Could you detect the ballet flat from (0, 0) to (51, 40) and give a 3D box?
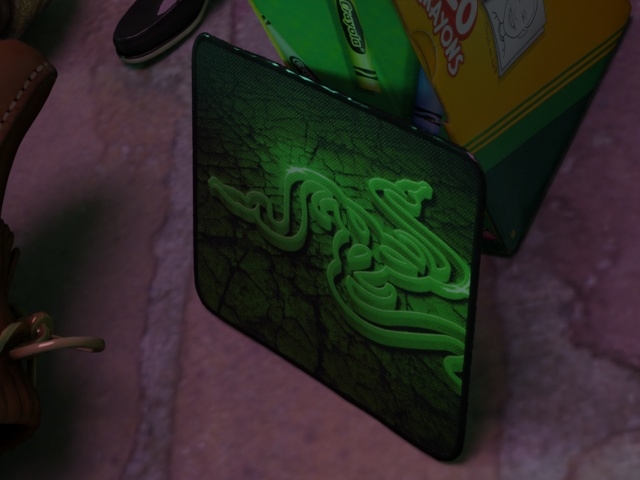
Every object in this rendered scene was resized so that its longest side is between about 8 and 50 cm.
[{"bbox_3d":[-0.320,-0.169,1.012,0.348,0.123,0.123,-2,53,27],"label":"ballet flat"}]

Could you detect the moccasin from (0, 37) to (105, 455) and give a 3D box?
[{"bbox_3d":[-0.188,0.073,0.714,0.147,0.139,0.380,18,58,-10],"label":"moccasin"}]

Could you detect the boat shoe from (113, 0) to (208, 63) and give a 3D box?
[{"bbox_3d":[-0.083,-0.164,0.925,0.049,0.042,0.133,30,72,38],"label":"boat shoe"}]

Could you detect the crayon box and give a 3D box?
[{"bbox_3d":[0.045,-0.144,0.676,0.081,0.278,0.165,11,59,34],"label":"crayon box"}]

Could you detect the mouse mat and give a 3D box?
[{"bbox_3d":[0.000,0.000,0.682,0.007,0.153,0.189,-23,37,-38],"label":"mouse mat"}]
